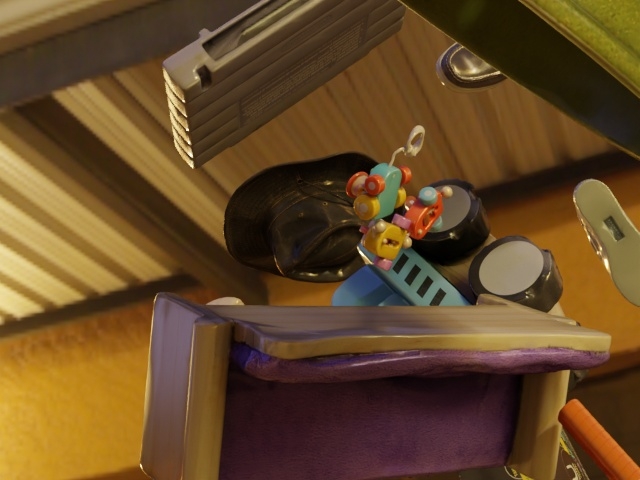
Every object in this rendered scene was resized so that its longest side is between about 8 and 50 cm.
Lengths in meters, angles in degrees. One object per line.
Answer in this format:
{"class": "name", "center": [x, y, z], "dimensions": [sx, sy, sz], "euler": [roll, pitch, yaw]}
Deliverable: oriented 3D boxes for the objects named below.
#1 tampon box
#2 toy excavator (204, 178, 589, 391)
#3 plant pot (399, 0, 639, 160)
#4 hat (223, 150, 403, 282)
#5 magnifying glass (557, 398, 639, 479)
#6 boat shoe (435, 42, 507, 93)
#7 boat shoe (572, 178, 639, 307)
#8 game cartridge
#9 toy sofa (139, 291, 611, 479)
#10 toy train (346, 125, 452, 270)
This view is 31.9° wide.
{"class": "tampon box", "center": [0.248, 0.289, 1.339], "dimensions": [0.101, 0.120, 0.161], "euler": [-31, -15, 19]}
{"class": "toy excavator", "center": [0.062, 0.127, 1.491], "dimensions": [0.445, 0.433, 0.222], "euler": [-39, -44, -7]}
{"class": "plant pot", "center": [0.163, -0.273, 0.578], "dimensions": [0.366, 0.366, 0.353], "euler": [26, -78, -49]}
{"class": "hat", "center": [0.000, 0.000, 1.968], "dimensions": [0.331, 0.134, 0.331], "euler": [-8, -43, -8]}
{"class": "magnifying glass", "center": [0.271, 0.217, 0.883], "dimensions": [0.026, 0.231, 0.092], "euler": [-32, -33, -16]}
{"class": "boat shoe", "center": [0.320, -0.325, 1.837], "dimensions": [0.285, 0.103, 0.092], "euler": [-20, -13, -22]}
{"class": "boat shoe", "center": [0.480, 0.001, 1.805], "dimensions": [0.079, 0.228, 0.081], "euler": [-29, -1, 10]}
{"class": "game cartridge", "center": [-0.036, -0.244, 1.390], "dimensions": [0.355, 0.068, 0.230], "euler": [-36, -11, -15]}
{"class": "toy sofa", "center": [0.051, 0.130, 0.899], "dimensions": [0.362, 0.150, 0.177], "euler": [2, 9, -32]}
{"class": "toy train", "center": [0.075, -0.043, 1.124], "dimensions": [0.046, 0.125, 0.166], "euler": [26, -22, 29]}
